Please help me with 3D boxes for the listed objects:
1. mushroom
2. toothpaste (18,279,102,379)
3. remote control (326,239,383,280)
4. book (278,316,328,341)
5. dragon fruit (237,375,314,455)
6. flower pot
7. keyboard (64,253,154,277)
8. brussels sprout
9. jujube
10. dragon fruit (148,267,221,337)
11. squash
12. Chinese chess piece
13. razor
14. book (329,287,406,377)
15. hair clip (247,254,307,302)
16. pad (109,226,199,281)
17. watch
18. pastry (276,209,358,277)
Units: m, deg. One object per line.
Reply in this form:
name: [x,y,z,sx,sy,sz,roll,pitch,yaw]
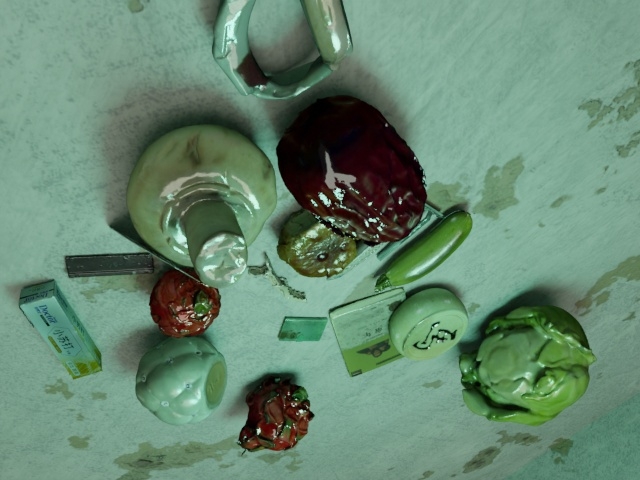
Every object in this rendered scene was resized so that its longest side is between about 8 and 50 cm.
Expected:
mushroom: [-0.227,-0.052,1.020,0.314,0.336,0.314,-8,125,-12]
toothpaste: [-0.652,0.232,1.327,0.089,0.071,0.312,-15,133,-9]
remote control: [0.100,0.033,1.394,0.229,0.044,0.073,-41,164,27]
book: [-0.054,0.272,1.580,0.135,0.017,0.103,5,129,-21]
dragon fruit: [-0.162,0.573,1.684,0.293,0.233,0.234,-30,133,4]
flower pot: [-0.372,0.380,1.426,0.195,0.246,0.246,1,136,15]
keyboard: [-0.502,0.058,1.250,0.196,0.018,0.060,-2,124,-16]
brussels sprout: [0.696,0.425,1.727,0.361,0.342,0.425,29,118,-34]
jujube: [0.071,-0.142,1.104,0.258,0.258,0.377,-36,139,15]
dragon fruit: [-0.334,0.153,1.282,0.172,0.172,0.209,14,145,-27]
squash: [0.284,0.045,1.435,0.341,0.094,0.094,-42,129,18]
Chinese chess piece: [0.334,0.262,1.615,0.250,0.101,0.250,-14,132,-15]
razor: [0.228,-0.014,1.398,0.084,0.036,0.211,27,118,-32]
book: [0.172,0.301,1.666,0.239,0.035,0.352,-20,134,-4]
hair clip: [-0.112,0.121,1.416,0.072,0.034,0.226,-28,135,13]
pad: [-0.366,0.028,1.142,0.156,0.232,0.004,39,77,-39]
watch: [-0.075,-0.378,0.916,0.241,0.161,0.253,-12,132,11]
pastry: [0.000,0.000,1.295,0.229,0.100,0.218,-6,132,-14]
